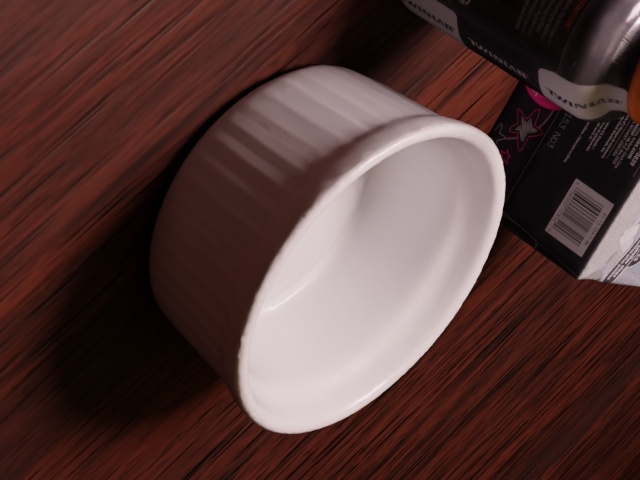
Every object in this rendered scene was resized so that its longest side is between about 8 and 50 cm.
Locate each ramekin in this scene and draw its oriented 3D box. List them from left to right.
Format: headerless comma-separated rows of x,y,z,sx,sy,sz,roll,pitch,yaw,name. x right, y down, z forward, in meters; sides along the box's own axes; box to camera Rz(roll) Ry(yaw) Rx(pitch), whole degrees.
0.000,0.000,1.137,0.277,0.135,0.277,-34,144,-28,ramekin

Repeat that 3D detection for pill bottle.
0.182,-0.172,1.087,0.130,0.246,0.130,-33,144,-28,pill bottle

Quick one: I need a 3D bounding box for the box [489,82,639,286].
0.278,-0.101,1.367,0.142,0.163,0.247,6,118,-53,box
